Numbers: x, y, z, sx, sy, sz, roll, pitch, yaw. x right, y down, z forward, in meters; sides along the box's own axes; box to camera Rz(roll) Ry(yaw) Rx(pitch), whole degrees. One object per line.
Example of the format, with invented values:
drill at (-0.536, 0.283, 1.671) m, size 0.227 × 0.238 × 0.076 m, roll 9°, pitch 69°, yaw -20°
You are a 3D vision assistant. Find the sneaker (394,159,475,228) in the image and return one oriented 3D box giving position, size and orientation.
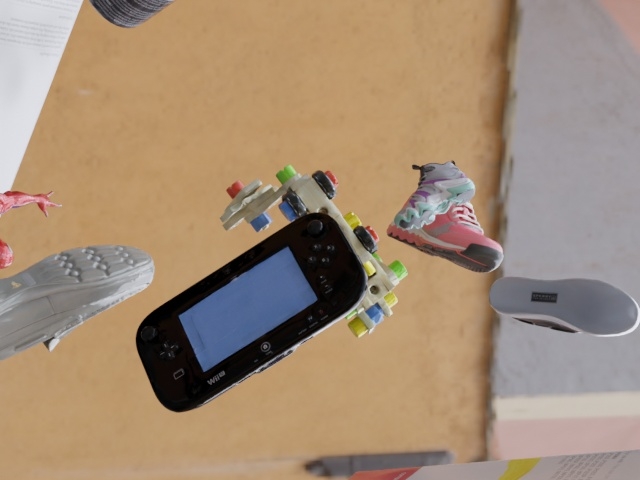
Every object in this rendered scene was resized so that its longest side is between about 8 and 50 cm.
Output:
sneaker at (0.113, -0.056, 1.315) m, size 0.069 × 0.098 × 0.038 m, roll 58°, pitch -15°, yaw 30°

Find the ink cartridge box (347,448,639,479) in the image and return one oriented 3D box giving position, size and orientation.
ink cartridge box at (0.200, 0.383, 1.256) m, size 0.385 × 0.160 × 0.279 m, roll -12°, pitch -88°, yaw 29°

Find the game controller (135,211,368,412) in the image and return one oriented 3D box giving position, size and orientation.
game controller at (-0.091, 0.094, 1.564) m, size 0.067 × 0.319 × 0.166 m, roll 53°, pitch 6°, yaw -45°

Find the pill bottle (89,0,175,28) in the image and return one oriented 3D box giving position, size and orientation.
pill bottle at (-0.224, -0.416, 1.728) m, size 0.246 × 0.130 × 0.130 m, roll -25°, pitch -120°, yaw 35°

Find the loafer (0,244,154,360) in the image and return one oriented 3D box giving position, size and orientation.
loafer at (-0.376, 0.093, 1.631) m, size 0.112 × 0.319 × 0.111 m, roll 44°, pitch -34°, yaw 51°

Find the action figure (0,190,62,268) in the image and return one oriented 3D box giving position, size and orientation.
action figure at (-0.414, -0.088, 1.394) m, size 0.280 × 0.091 × 0.139 m, roll 58°, pitch 20°, yaw 11°

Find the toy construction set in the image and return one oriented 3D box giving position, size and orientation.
toy construction set at (0.000, 0.000, 1.837) m, size 0.151 × 0.328 × 0.215 m, roll -51°, pitch 180°, yaw -10°

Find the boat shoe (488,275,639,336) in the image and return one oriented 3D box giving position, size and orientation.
boat shoe at (0.358, 0.100, 1.736) m, size 0.228 × 0.076 × 0.080 m, roll 3°, pitch -105°, yaw 32°

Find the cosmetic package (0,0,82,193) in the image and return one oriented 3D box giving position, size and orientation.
cosmetic package at (-0.489, -0.211, 1.639) m, size 0.365 × 0.155 × 0.197 m, roll -64°, pitch 164°, yaw 11°

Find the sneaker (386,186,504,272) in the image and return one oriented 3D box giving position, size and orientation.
sneaker at (0.231, -0.036, 2.174) m, size 0.314 × 0.116 × 0.136 m, roll 23°, pitch -91°, yaw 60°
